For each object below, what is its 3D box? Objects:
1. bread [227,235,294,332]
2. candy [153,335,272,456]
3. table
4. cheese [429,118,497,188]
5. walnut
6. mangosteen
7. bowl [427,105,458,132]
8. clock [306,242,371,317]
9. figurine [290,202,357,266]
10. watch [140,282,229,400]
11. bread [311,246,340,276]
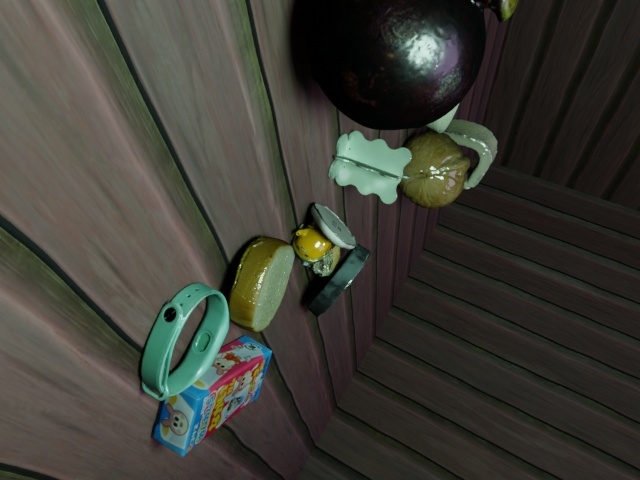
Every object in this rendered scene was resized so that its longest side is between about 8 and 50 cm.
[{"bbox_3d":[-0.137,0.100,1.125,0.236,0.069,0.236,16,90,-77],"label":"bread"},{"bbox_3d":[-0.248,0.358,1.147,0.305,0.100,0.157,-15,126,-63],"label":"candy"},{"bbox_3d":[0.148,-0.208,1.360,0.166,0.198,0.167,-52,156,-34],"label":"table"},{"bbox_3d":[0.603,-0.373,2.115,0.153,0.332,0.293,-46,139,-42],"label":"cheese"},{"bbox_3d":[0.449,-0.283,1.916,0.333,0.332,0.333,-51,155,-35],"label":"walnut"},{"bbox_3d":[0.180,-0.413,0.910,0.382,0.434,0.382,33,46,-42],"label":"mangosteen"},{"bbox_3d":[0.430,-0.548,1.765,0.277,0.145,0.277,-53,156,-36],"label":"bowl"},{"bbox_3d":[0.056,0.128,1.560,0.281,0.055,0.280,-51,180,-1],"label":"clock"},{"bbox_3d":[0.000,0.000,1.353,0.141,0.166,0.250,-46,176,12],"label":"figurine"},{"bbox_3d":[-0.270,0.206,0.971,0.237,0.068,0.195,-64,159,-8],"label":"watch"},{"bbox_3d":[0.018,0.041,1.491,0.106,0.082,0.125,-57,151,-60],"label":"bread"}]
